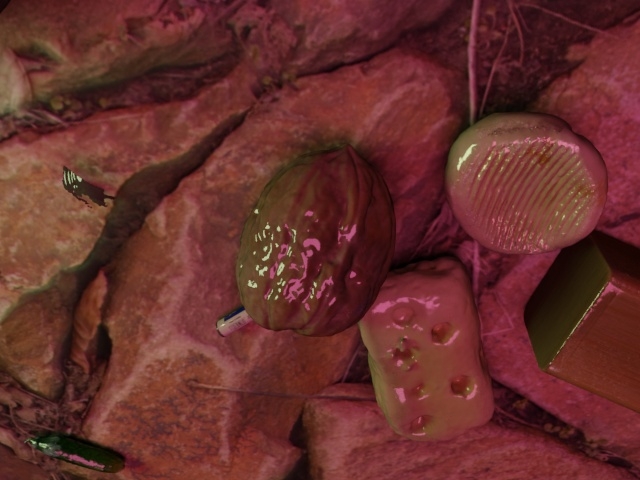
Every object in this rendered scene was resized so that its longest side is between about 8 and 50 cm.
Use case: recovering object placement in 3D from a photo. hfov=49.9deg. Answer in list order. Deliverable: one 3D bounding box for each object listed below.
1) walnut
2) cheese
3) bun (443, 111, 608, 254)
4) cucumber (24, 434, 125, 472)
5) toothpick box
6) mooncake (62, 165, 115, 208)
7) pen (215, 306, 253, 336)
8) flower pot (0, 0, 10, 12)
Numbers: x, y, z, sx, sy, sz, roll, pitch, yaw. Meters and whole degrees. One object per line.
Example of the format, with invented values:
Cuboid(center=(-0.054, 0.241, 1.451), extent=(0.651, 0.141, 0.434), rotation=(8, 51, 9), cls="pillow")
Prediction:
Cuboid(center=(0.000, 0.000, 0.791), extent=(0.178, 0.178, 0.230), rotation=(16, 99, -6), cls="walnut")
Cuboid(center=(0.137, 0.152, 0.905), extent=(0.159, 0.093, 0.263), rotation=(-13, 117, 10), cls="cheese")
Cuboid(center=(0.232, -0.072, 0.778), extent=(0.183, 0.102, 0.183), rotation=(10, 131, 12), cls="bun")
Cuboid(center=(-0.372, 0.323, 1.046), extent=(0.155, 0.037, 0.037), rotation=(19, 117, -8), cls="cucumber")
Cuboid(center=(0.428, 0.124, 0.835), extent=(0.308, 0.190, 0.187), rotation=(23, 117, -4), cls="toothpick box")
Cuboid(center=(-0.404, 0.004, 0.877), extent=(0.150, 0.057, 0.347), rotation=(31, 122, -27), cls="mooncake")
Cuboid(center=(-0.053, 0.071, 0.908), extent=(0.204, 0.025, 0.025), rotation=(-31, 112, 16), cls="pen")
Cuboid(center=(-0.401, -0.273, 0.614), extent=(0.302, 0.302, 0.213), rotation=(-29, 126, 16), cls="flower pot")
